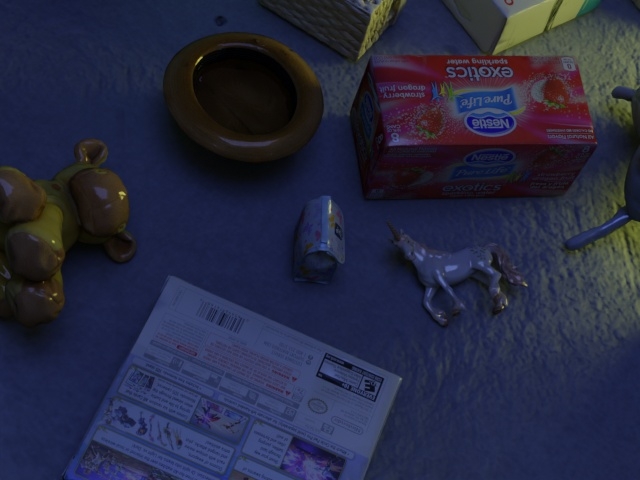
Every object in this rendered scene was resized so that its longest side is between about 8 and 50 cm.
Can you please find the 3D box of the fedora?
[{"bbox_3d":[-0.091,-0.151,1.461,0.194,0.079,0.194,4,55,-6],"label":"fedora"}]

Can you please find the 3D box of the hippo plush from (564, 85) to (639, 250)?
[{"bbox_3d":[0.463,-0.117,1.498,0.234,0.294,0.236,23,36,-1],"label":"hippo plush"}]

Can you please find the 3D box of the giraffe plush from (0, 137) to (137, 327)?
[{"bbox_3d":[-0.271,-0.023,1.325,0.170,0.181,0.210,-16,31,-31],"label":"giraffe plush"}]

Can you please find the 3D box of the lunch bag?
[{"bbox_3d":[0.000,0.000,1.393,0.053,0.083,0.071,5,60,-9],"label":"lunch bag"}]

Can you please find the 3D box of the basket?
[{"bbox_3d":[0.016,-0.315,1.556,0.167,0.113,0.103,32,62,7],"label":"basket"}]

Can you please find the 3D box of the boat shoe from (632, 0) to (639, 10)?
[{"bbox_3d":[0.413,-0.427,1.712,0.116,0.096,0.324,-26,70,-24],"label":"boat shoe"}]

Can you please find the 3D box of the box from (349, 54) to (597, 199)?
[{"bbox_3d":[0.175,-0.132,1.481,0.257,0.122,0.128,-1,62,-13],"label":"box"}]

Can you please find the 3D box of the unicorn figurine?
[{"bbox_3d":[0.145,0.035,1.427,0.162,0.060,0.111,-4,61,-33],"label":"unicorn figurine"}]

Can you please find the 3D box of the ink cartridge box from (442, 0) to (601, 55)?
[{"bbox_3d":[0.261,-0.341,1.642,0.191,0.082,0.139,-26,70,-25],"label":"ink cartridge box"}]

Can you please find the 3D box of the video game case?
[{"bbox_3d":[-0.084,0.195,1.279,0.269,0.061,0.244,24,58,2],"label":"video game case"}]
